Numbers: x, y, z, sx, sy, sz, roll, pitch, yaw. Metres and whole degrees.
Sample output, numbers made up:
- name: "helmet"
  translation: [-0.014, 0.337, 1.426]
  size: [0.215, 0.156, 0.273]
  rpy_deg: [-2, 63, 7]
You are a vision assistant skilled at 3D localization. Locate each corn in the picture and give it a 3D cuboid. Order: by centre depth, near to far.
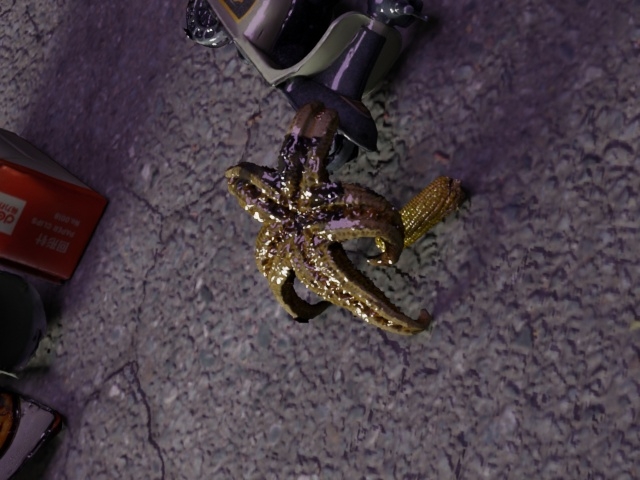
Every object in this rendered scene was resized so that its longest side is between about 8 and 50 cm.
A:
- name: "corn"
  translation: [0.074, -0.018, 1.175]
  size: [0.083, 0.027, 0.028]
  rpy_deg: [-42, 81, 27]

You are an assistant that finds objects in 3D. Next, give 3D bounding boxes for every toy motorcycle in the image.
- name: "toy motorcycle"
  translation: [-0.011, -0.170, 1.272]
  size: [0.157, 0.091, 0.263]
  rpy_deg: [-52, 50, 19]

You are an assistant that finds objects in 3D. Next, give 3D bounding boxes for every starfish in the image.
- name: "starfish"
  translation: [0.001, 0.001, 1.175]
  size: [0.146, 0.074, 0.190]
  rpy_deg: [-44, 72, 38]

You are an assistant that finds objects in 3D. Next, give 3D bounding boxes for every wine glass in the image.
- name: "wine glass"
  translation: [-0.342, 0.077, 1.483]
  size: [0.204, 0.111, 0.111]
  rpy_deg: [-4, 71, 45]

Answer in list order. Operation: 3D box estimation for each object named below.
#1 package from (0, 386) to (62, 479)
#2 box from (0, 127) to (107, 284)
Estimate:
- name: "package"
  translation: [-0.343, 0.188, 1.466]
  size: [0.239, 0.030, 0.154]
  rpy_deg: [10, 52, 51]
- name: "box"
  translation: [-0.304, -0.046, 1.482]
  size: [0.182, 0.133, 0.099]
  rpy_deg: [32, 96, 44]
